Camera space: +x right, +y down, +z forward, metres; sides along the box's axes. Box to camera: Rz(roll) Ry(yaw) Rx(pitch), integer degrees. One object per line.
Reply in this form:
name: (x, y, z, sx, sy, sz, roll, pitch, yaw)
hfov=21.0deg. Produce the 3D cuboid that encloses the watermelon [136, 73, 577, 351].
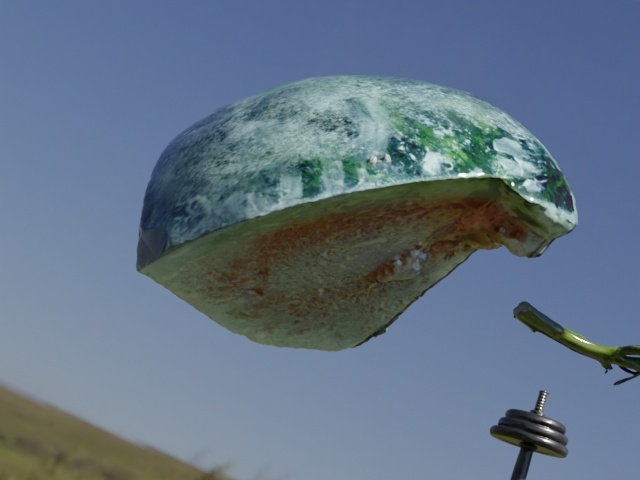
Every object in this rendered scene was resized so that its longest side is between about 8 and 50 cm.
watermelon: (0.000, 0.000, 1.203, 0.320, 0.214, 0.289, 19, 31, 39)

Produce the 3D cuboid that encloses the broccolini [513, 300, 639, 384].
broccolini: (0.340, 0.117, 1.873, 0.271, 0.062, 0.123, 20, -35, -11)

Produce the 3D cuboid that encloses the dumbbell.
dumbbell: (0.236, 0.278, 2.046, 0.099, 0.208, 0.099, 17, -10, 3)
